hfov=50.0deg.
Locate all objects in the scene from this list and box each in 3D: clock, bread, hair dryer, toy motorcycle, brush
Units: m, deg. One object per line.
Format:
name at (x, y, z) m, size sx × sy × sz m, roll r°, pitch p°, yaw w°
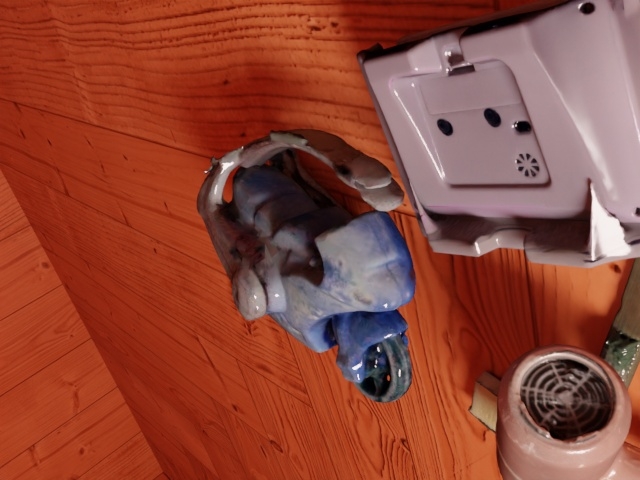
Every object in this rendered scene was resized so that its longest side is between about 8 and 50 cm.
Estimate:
clock at (0.137, -0.079, 0.528) m, size 0.253 × 0.083 × 0.186 m, roll 5°, pitch 124°, yaw 55°
bread at (0.229, 0.207, 0.744) m, size 0.153 × 0.028 × 0.068 m, roll 34°, pitch 144°, yaw 36°
hair dryer at (0.309, 0.211, 0.557) m, size 0.344 × 0.107 × 0.189 m, roll 23°, pitch 155°, yaw 25°
toy motorcycle at (-0.019, 0.010, 0.724) m, size 0.319 × 0.182 × 0.241 m, roll 38°, pitch 162°, yaw 41°
brush at (0.254, 0.067, 0.562) m, size 0.034 × 0.027 × 0.190 m, roll 32°, pitch 143°, yaw 32°
